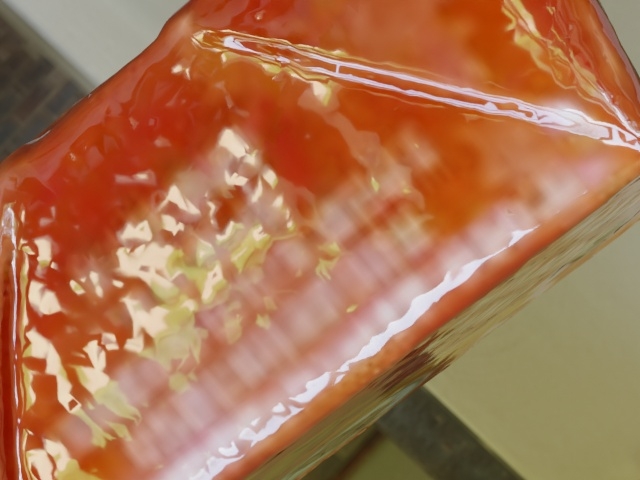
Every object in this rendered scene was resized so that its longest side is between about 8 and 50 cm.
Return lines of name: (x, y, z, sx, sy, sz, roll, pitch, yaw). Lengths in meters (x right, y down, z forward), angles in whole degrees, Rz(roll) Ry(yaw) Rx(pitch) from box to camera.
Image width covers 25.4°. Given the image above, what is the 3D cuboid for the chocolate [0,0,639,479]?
chocolate: (0.000, 0.000, 0.440, 0.235, 0.108, 0.237, -39, 169, 10)
